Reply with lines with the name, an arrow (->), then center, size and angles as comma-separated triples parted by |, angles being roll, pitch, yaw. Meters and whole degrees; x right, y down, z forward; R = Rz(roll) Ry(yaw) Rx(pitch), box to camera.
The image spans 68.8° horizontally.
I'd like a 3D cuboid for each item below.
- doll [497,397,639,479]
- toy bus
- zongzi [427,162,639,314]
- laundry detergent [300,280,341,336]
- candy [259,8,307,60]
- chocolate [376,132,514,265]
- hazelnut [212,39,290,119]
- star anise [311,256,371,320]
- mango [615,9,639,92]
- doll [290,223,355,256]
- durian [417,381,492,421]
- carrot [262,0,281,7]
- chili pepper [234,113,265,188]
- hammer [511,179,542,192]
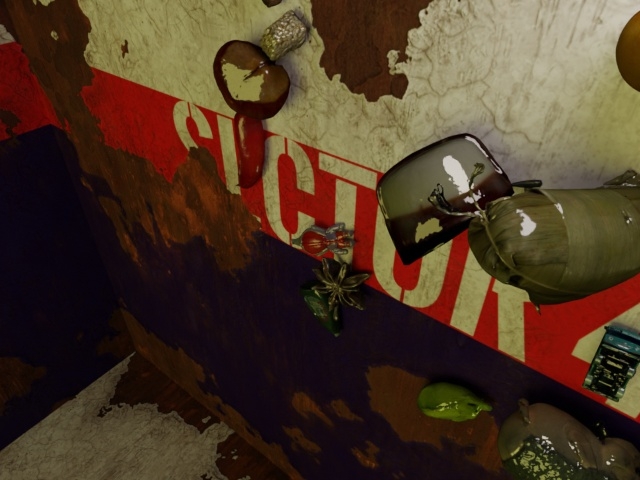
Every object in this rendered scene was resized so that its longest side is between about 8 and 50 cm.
doll -> 0.614, 0.537, 1.129 | 0.349, 0.247, 0.247 | 37, 139, 22
toy bus -> 0.626, 0.259, 0.998 | 0.079, 0.092, 0.160 | 21, 138, 30
zongzi -> 0.359, 0.048, 0.869 | 0.418, 0.447, 0.181 | 112, 151, -54
laundry detergent -> 0.011, 0.241, 1.617 | 0.137, 0.063, 0.211 | -5, 118, 48
candy -> -0.090, -0.487, 1.114 | 0.085, 0.110, 0.095 | 50, 157, 1
chocolate -> 0.236, -0.098, 0.978 | 0.186, 0.283, 0.283 | 54, 142, 5
hazelnut -> -0.179, -0.416, 1.215 | 0.181, 0.181, 0.212 | -32, 102, 24
star anise -> 0.062, 0.146, 1.467 | 0.209, 0.089, 0.231 | 46, 138, 10
mango -> 0.539, -0.264, 0.654 | 0.221, 0.120, 0.151 | 25, 138, 20
doll -> 0.000, 0.000, 1.425 | 0.227, 0.075, 0.102 | -5, 102, 36
durian -> 0.385, 0.487, 1.415 | 0.139, 0.101, 0.250 | 23, 148, -22
carrot -> -0.134, -0.636, 1.073 | 0.060, 0.060, 0.186 | 0, 115, 45
chili pepper -> -0.229, -0.278, 1.426 | 0.137, 0.092, 0.368 | 41, 139, 30
hammer -> 0.450, -0.037, 1.001 | 0.062, 0.013, 0.199 | 5, 122, 43
